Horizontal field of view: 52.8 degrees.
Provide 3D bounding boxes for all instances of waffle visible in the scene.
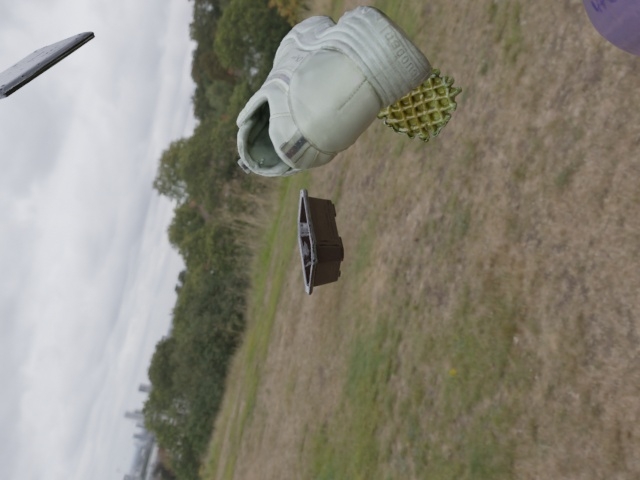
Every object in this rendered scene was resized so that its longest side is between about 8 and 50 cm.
[{"bbox_3d":[0.214,-0.305,1.425,0.183,0.169,0.036,-56,10,43],"label":"waffle"}]

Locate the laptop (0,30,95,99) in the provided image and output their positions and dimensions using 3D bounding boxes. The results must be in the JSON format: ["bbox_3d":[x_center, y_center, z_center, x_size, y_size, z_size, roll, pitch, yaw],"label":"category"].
[{"bbox_3d":[-0.393,-0.224,0.853,0.016,0.129,0.180,63,-142,-31],"label":"laptop"}]

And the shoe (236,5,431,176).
[{"bbox_3d":[-0.028,-0.168,0.792,0.210,0.132,0.342,-44,20,-7],"label":"shoe"}]

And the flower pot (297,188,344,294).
[{"bbox_3d":[0.000,0.000,1.571,0.179,0.084,0.251,97,168,-48],"label":"flower pot"}]

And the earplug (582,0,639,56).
[{"bbox_3d":[0.301,-0.244,0.466,0.456,0.215,0.215,-28,-44,-75],"label":"earplug"}]
